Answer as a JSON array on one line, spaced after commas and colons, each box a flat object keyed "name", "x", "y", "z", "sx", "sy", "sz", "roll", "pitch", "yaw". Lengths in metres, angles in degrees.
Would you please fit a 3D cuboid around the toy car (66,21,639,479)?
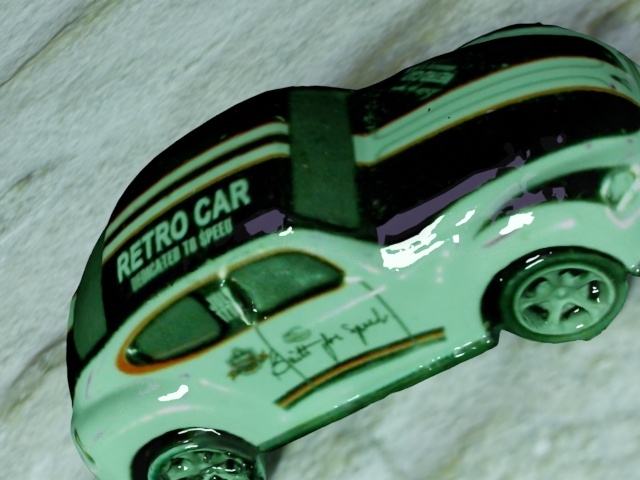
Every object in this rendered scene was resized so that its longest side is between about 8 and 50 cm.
[{"name": "toy car", "x": 0.000, "y": 0.000, "z": 0.558, "sx": 0.306, "sy": 0.125, "sz": 0.136, "roll": -30, "pitch": 38, "yaw": 23}]
